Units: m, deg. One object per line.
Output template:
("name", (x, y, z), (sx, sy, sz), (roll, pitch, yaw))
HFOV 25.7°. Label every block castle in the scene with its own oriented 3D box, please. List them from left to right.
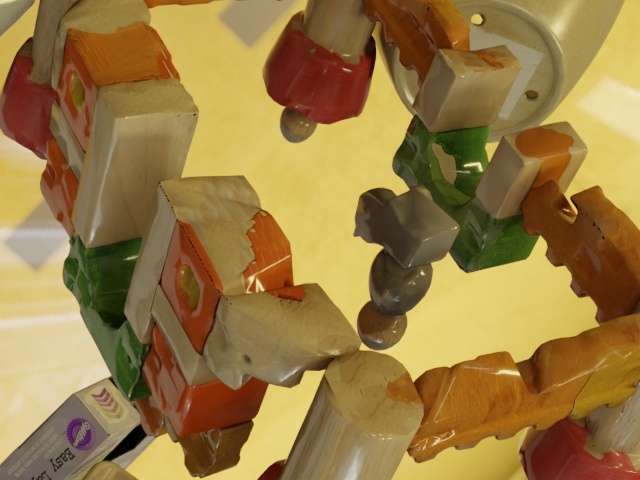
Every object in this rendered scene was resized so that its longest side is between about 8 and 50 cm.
("block castle", (0.000, 0.000, 0.894), (0.303, 0.453, 0.213), (-11, 142, -31))

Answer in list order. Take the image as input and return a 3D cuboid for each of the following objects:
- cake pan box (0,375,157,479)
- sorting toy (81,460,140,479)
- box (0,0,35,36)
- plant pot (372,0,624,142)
("cake pan box", (-0.263, 0.233, 1.549), (0.267, 0.070, 0.246), (-45, 172, 20))
("sorting toy", (-0.213, 0.405, 1.406), (0.307, 0.229, 0.041), (-55, 180, -2))
("box", (-0.275, -0.187, 1.035), (0.113, 0.094, 0.275), (-42, -162, 4))
("plant pot", (0.136, -0.208, 1.116), (0.256, 0.256, 0.274), (-38, -156, 34))
